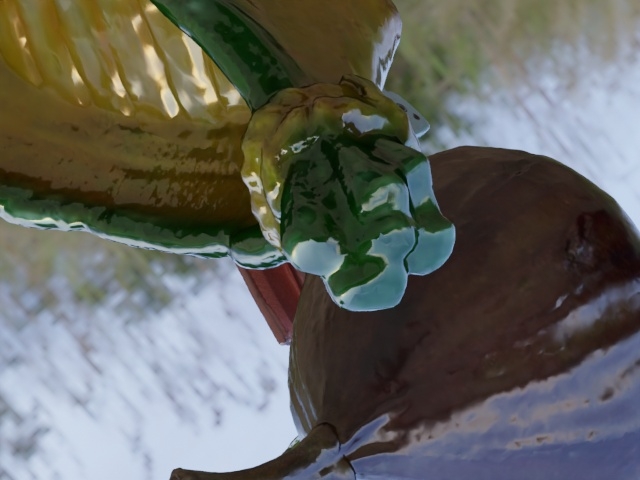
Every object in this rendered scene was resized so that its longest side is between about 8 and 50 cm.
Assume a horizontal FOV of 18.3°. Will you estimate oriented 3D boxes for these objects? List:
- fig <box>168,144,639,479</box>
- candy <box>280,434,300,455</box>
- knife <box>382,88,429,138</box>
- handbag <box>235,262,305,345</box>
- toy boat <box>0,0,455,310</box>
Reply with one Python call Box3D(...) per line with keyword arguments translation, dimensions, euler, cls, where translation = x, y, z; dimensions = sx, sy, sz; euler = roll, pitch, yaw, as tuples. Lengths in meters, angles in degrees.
Box3D(translation=(0.041, 0.086, 0.985), dimensions=(0.217, 0.217, 0.321), euler=(-21, -174, 45), cls="fig")
Box3D(translation=(0.076, 0.152, 1.343), dimensions=(0.097, 0.194, 0.062), euler=(126, -41, -63), cls="candy")
Box3D(translation=(0.001, -0.070, 0.709), dimensions=(0.010, 0.096, 0.027), euler=(-52, 171, 27), cls="knife")
Box3D(translation=(0.000, 0.000, 1.291), dimensions=(0.059, 0.157, 0.212), euler=(-32, 167, 19), cls="handbag")
Box3D(translation=(-0.053, -0.031, 0.443), dimensions=(0.229, 0.089, 0.088), euler=(7, -140, 41), cls="toy boat")
